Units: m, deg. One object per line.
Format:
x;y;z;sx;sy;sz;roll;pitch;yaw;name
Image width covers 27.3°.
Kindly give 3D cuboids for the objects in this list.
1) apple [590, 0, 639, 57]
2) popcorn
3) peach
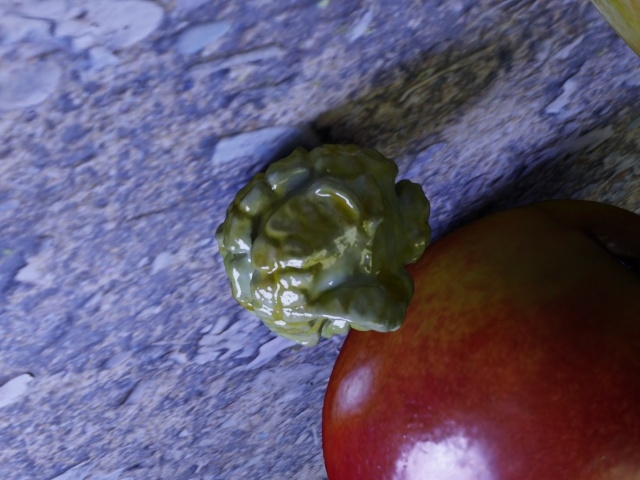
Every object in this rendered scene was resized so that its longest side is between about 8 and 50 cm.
0.260;-0.188;0.549;0.339;0.340;0.340;-26;157;-12;apple
0.000;0.000;0.872;0.135;0.162;0.141;22;106;-21;popcorn
0.183;0.148;1.113;0.370;0.370;0.370;-26;157;-12;peach
